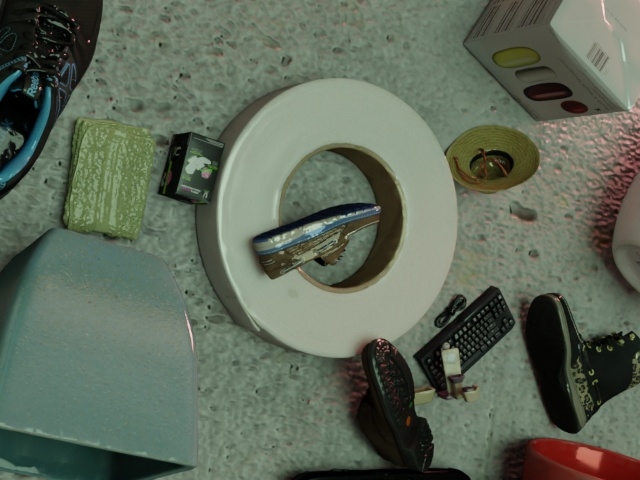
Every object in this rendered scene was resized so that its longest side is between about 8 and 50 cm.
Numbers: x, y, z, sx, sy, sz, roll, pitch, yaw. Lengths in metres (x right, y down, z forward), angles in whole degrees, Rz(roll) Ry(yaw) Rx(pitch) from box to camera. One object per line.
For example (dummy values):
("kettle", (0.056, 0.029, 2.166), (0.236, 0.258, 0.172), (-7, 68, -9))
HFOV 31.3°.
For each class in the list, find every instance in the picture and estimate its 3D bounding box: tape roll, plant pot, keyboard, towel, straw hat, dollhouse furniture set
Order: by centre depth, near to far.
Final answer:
("plant pot", (-0.287, 0.132, 1.318), (0.248, 0.247, 0.252), (18, 65, -29))
("towel", (-0.267, -0.078, 1.444), (0.110, 0.027, 0.148), (9, 85, -31))
("tape roll", (0.016, -0.029, 1.583), (0.392, 0.072, 0.392), (-1, 92, -30))
("dollhouse furniture set", (0.159, 0.196, 1.650), (0.114, 0.091, 0.081), (-9, 93, -13))
("straw hat", (0.257, -0.105, 1.724), (0.144, 0.144, 0.061), (-37, 146, -25))
("plant pot", (0.414, 0.455, 1.726), (0.275, 0.275, 0.243), (13, 94, -30))
("keyboard", (0.218, 0.140, 1.730), (0.180, 0.023, 0.108), (-39, 108, -25))

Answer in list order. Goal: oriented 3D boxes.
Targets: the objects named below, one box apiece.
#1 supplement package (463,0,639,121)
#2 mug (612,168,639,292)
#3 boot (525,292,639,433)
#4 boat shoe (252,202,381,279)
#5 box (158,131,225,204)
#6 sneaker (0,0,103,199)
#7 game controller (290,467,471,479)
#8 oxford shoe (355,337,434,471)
("supplement package", (0.367, -0.299, 1.708), (0.194, 0.203, 0.149), (41, 72, -23))
("mug", (0.663, -0.016, 1.844), (0.328, 0.276, 0.374), (-45, 113, -15))
("boot", (0.425, 0.168, 1.815), (0.178, 0.085, 0.236), (-24, 109, -30))
("boat shoe", (0.000, 0.000, 1.502), (0.183, 0.066, 0.066), (-19, 105, -19))
("box", (-0.168, -0.093, 1.481), (0.052, 0.062, 0.083), (18, 81, -30))
("sneaker", (-0.330, -0.200, 1.342), (0.125, 0.140, 0.341), (23, 78, -26))
("game controller", (0.081, 0.408, 1.627), (0.319, 0.067, 0.166), (5, 88, -29))
("oxford shoe", (0.085, 0.233, 1.598), (0.083, 0.096, 0.227), (-51, 134, -46))
